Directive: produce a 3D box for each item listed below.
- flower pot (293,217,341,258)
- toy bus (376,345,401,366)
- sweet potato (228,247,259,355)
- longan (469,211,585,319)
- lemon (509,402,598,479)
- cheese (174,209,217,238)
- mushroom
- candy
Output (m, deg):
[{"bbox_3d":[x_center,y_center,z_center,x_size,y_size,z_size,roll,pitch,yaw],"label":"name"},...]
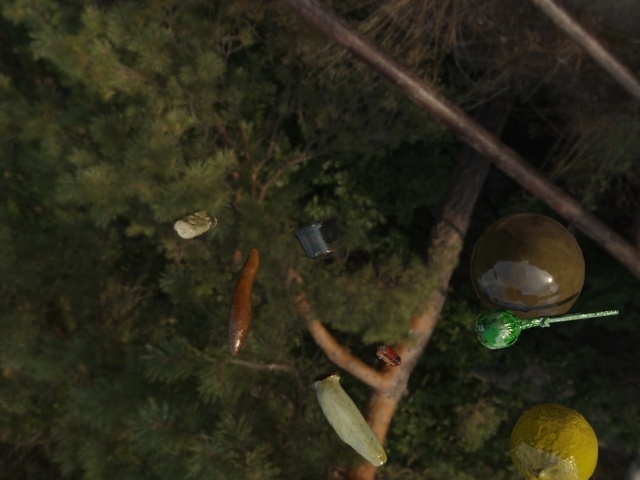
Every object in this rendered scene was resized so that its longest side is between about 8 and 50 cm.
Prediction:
[{"bbox_3d":[0.000,0.000,1.987,0.157,0.107,0.157,-21,173,-3],"label":"flower pot"},{"bbox_3d":[0.210,0.354,1.842,0.043,0.031,0.110,-15,142,31],"label":"toy bus"},{"bbox_3d":[-0.189,0.145,1.446,0.057,0.265,0.057,6,164,2],"label":"sweet potato"},{"bbox_3d":[0.528,0.072,1.528,0.297,0.298,0.297,17,166,4],"label":"longan"},{"bbox_3d":[0.491,0.436,1.275,0.193,0.181,0.180,-12,-179,-28],"label":"lemon"},{"bbox_3d":[-0.336,-0.045,1.628,0.065,0.043,0.194,42,-165,2],"label":"cheese"},{"bbox_3d":[0.084,0.571,1.911,0.333,0.107,0.087,57,-157,15],"label":"mushroom"},{"bbox_3d":[0.516,0.182,1.371,0.323,0.097,0.097,-10,163,3],"label":"candy"}]
